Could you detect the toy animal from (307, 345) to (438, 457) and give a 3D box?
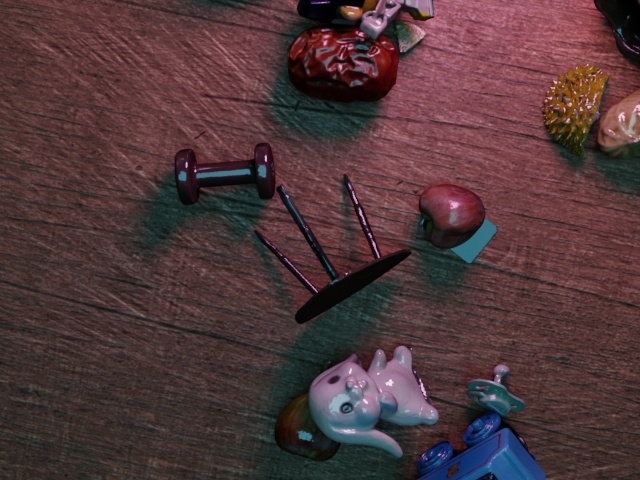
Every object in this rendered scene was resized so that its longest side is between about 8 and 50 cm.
[{"bbox_3d":[0.107,0.354,1.755,0.289,0.249,0.174,21,127,-17],"label":"toy animal"}]

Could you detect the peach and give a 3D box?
[{"bbox_3d":[0.305,-0.059,1.771,0.152,0.152,0.152,0,94,1],"label":"peach"}]

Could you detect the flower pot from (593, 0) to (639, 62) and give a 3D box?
[{"bbox_3d":[0.753,-0.496,1.644,0.213,0.302,0.301,-36,93,10],"label":"flower pot"}]

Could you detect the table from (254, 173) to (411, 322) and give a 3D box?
[{"bbox_3d":[0.000,0.000,1.721,0.317,0.317,0.249,-32,78,4],"label":"table"}]

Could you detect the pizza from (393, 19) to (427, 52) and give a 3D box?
[{"bbox_3d":[0.199,-0.471,1.789,0.083,0.025,0.078,26,90,6],"label":"pizza"}]

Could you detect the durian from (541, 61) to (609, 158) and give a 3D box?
[{"bbox_3d":[0.592,-0.305,1.765,0.132,0.165,0.182,13,124,-38],"label":"durian"}]

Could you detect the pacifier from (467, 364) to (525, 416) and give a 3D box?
[{"bbox_3d":[0.416,0.349,1.825,0.150,0.127,0.116,32,58,-17],"label":"pacifier"}]

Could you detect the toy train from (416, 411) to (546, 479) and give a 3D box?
[{"bbox_3d":[0.342,0.550,1.735,0.300,0.265,0.188,-38,94,20],"label":"toy train"}]

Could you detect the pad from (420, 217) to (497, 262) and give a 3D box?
[{"bbox_3d":[0.330,-0.033,1.832,0.157,0.003,0.112,38,95,-1],"label":"pad"}]

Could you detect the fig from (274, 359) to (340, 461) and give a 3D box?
[{"bbox_3d":[-0.017,0.412,1.829,0.160,0.230,0.143,3,134,18],"label":"fig"}]

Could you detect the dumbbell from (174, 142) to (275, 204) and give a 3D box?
[{"bbox_3d":[-0.217,-0.153,1.768,0.225,0.140,0.124,-5,105,0],"label":"dumbbell"}]

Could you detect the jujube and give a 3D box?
[{"bbox_3d":[0.051,-0.397,1.731,0.251,0.174,0.174,2,95,7],"label":"jujube"}]

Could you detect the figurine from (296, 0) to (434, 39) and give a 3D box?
[{"bbox_3d":[0.093,-0.550,1.687,0.309,0.308,0.143,4,121,1],"label":"figurine"}]

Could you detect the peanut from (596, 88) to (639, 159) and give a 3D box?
[{"bbox_3d":[0.774,-0.294,1.728,0.325,0.153,0.140,-27,98,10],"label":"peanut"}]
